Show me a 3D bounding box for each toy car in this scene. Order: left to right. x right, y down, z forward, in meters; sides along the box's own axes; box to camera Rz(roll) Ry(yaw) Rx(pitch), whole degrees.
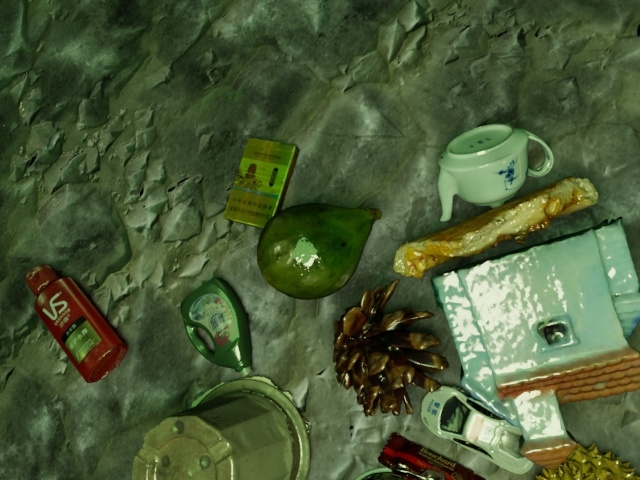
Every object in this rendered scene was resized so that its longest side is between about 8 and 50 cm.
[{"bbox_3d":[0.272,0.323,0.897,0.205,0.056,0.095,21,86,21],"label":"toy car"}]

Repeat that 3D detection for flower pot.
[{"bbox_3d":[-0.186,0.395,0.924,0.291,0.259,0.290,-4,78,18],"label":"flower pot"}]

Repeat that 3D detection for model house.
[{"bbox_3d":[0.357,0.166,0.820,0.295,0.252,0.329,-18,80,13],"label":"model house"}]

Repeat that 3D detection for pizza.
[{"bbox_3d":[0.297,-0.019,0.898,0.366,0.182,0.073,-23,89,7],"label":"pizza"}]

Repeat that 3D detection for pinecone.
[{"bbox_3d":[0.119,0.193,0.893,0.203,0.228,0.201,-29,56,-12],"label":"pinecone"}]

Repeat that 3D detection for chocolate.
[{"bbox_3d":[0.194,0.397,0.898,0.183,0.086,0.028,20,120,24],"label":"chocolate"}]

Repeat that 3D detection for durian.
[{"bbox_3d":[0.428,0.436,0.784,0.183,0.138,0.249,-27,65,20],"label":"durian"}]

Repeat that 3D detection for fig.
[{"bbox_3d":[0.000,0.000,0.989,0.245,0.195,0.195,-38,69,17],"label":"fig"}]

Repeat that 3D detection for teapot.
[{"bbox_3d":[0.312,-0.124,0.951,0.232,0.159,0.159,-24,71,2],"label":"teapot"}]

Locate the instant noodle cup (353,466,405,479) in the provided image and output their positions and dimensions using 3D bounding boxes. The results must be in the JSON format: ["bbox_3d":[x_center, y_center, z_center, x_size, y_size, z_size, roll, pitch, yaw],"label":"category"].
[{"bbox_3d":[0.090,0.492,0.824,0.216,0.236,0.215,-5,76,20],"label":"instant noodle cup"}]

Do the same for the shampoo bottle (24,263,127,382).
[{"bbox_3d":[-0.573,0.179,1.199,0.314,0.076,0.118,42,96,22],"label":"shampoo bottle"}]

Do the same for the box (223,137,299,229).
[{"bbox_3d":[-0.131,-0.126,1.147,0.121,0.030,0.193,14,82,21],"label":"box"}]

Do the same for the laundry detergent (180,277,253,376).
[{"bbox_3d":[-0.207,0.194,1.084,0.137,0.063,0.210,-35,72,9],"label":"laundry detergent"}]
